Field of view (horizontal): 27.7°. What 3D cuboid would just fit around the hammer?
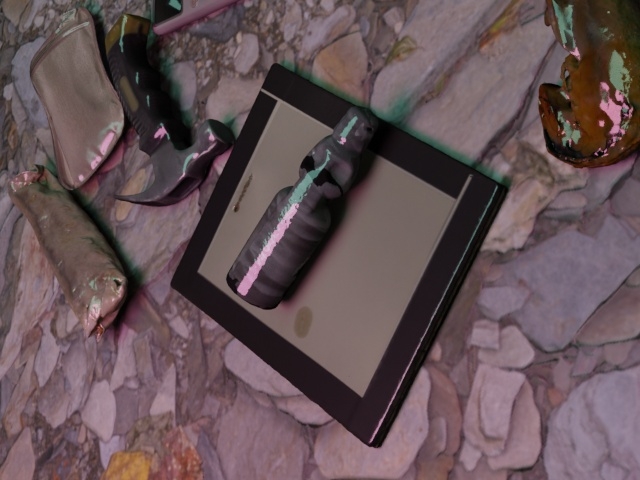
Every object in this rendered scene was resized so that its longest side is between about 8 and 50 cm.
[{"bbox_3d":[-0.188,-0.145,1.436,0.158,0.041,0.227,-39,60,28],"label":"hammer"}]

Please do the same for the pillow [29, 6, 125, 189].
[{"bbox_3d":[-0.293,-0.175,1.560,0.130,0.038,0.233,-42,53,23],"label":"pillow"}]

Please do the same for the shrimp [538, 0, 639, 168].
[{"bbox_3d":[0.203,-0.183,1.062,0.117,0.066,0.262,-29,57,35],"label":"shrimp"}]

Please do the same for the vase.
[{"bbox_3d":[-0.012,-0.034,1.209,0.211,0.060,0.060,-57,47,14],"label":"vase"}]

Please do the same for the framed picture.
[{"bbox_3d":[0.000,0.000,1.239,0.347,0.016,0.265,33,101,44],"label":"framed picture"}]

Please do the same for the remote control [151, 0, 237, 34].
[{"bbox_3d":[-0.099,-0.291,1.411,0.261,0.029,0.067,-15,69,41],"label":"remote control"}]

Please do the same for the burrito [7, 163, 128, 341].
[{"bbox_3d":[-0.290,0.007,1.490,0.082,0.059,0.275,-52,48,11],"label":"burrito"}]
